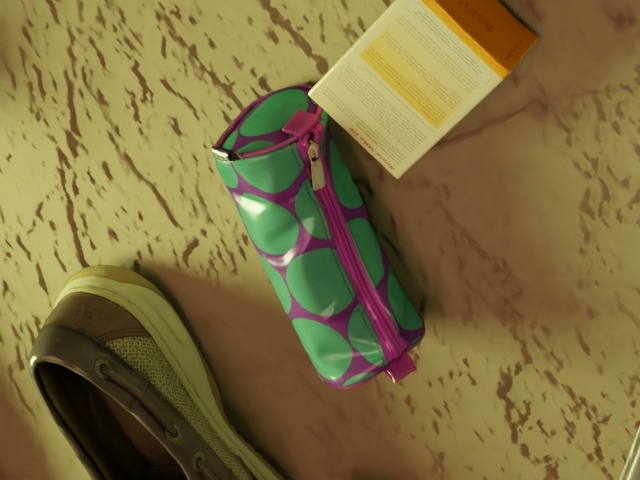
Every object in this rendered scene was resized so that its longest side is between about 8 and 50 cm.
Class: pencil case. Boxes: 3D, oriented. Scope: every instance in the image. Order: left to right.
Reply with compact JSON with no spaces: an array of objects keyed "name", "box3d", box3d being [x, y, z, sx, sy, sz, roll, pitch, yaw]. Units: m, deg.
[{"name":"pencil case","box3d":[0.000,0.000,1.009,0.070,0.064,0.152,16,137,57]}]

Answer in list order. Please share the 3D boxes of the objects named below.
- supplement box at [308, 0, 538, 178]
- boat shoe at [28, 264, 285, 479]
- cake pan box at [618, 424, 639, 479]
[{"name":"supplement box","box3d":[0.048,-0.082,0.932,0.062,0.036,0.098,44,136,-4]},{"name":"boat shoe","box3d":[-0.084,0.151,1.165,0.102,0.092,0.285,-11,117,39]},{"name":"cake pan box","box3d":[0.180,0.060,0.807,0.070,0.246,0.267,22,132,13]}]
